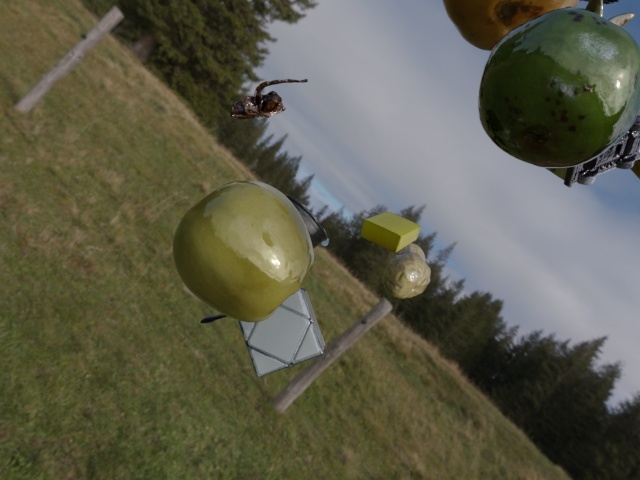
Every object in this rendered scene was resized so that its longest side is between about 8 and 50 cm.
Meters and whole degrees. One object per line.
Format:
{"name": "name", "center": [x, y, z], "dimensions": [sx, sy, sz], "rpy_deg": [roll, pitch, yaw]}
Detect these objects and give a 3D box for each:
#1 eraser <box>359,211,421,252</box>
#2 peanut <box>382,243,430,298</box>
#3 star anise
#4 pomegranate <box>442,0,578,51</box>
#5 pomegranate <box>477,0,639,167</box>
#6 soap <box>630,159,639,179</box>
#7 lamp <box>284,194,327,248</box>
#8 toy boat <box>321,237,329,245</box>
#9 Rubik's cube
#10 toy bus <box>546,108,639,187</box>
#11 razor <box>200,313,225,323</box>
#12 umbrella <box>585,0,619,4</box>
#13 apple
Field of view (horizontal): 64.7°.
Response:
{"name": "eraser", "center": [0.163, -0.023, 1.169], "dimensions": [0.097, 0.045, 0.122], "rpy_deg": [25, 25, 25]}
{"name": "peanut", "center": [0.234, 0.077, 1.351], "dimensions": [0.123, 0.123, 0.257], "rpy_deg": [44, 21, 0]}
{"name": "star anise", "center": [-0.116, -0.321, 1.145], "dimensions": [0.097, 0.190, 0.070], "rpy_deg": [98, -25, -82]}
{"name": "pomegranate", "center": [0.554, -0.762, 1.448], "dimensions": [0.416, 0.417, 0.416], "rpy_deg": [44, 3, -3]}
{"name": "pomegranate", "center": [0.293, -0.197, 0.603], "dimensions": [0.181, 0.224, 0.182], "rpy_deg": [33, -25, 18]}
{"name": "soap", "center": [1.114, -0.311, 1.731], "dimensions": [0.258, 0.160, 0.080], "rpy_deg": [61, -19, 22]}
{"name": "lamp", "center": [-0.117, 0.020, 1.143], "dimensions": [0.147, 0.227, 0.172], "rpy_deg": [27, -23, 49]}
{"name": "toy boat", "center": [0.000, 0.000, 1.828], "dimensions": [0.096, 0.034, 0.122], "rpy_deg": [18, 21, -27]}
{"name": "Rubik's cube", "center": [-0.112, 0.268, 1.509], "dimensions": [0.205, 0.205, 0.208], "rpy_deg": [69, 2, -84]}
{"name": "toy bus", "center": [0.758, -0.278, 1.393], "dimensions": [0.179, 0.305, 0.143], "rpy_deg": [-129, -155, -48]}
{"name": "razor", "center": [-0.316, 0.255, 1.653], "dimensions": [0.044, 0.154, 0.028], "rpy_deg": [86, 1, -56]}
{"name": "umbrella", "center": [0.535, -0.567, 1.105], "dimensions": [0.248, 0.071, 0.071], "rpy_deg": [25, -7, 29]}
{"name": "apple", "center": [-0.139, 0.017, 0.933], "dimensions": [0.262, 0.262, 0.262], "rpy_deg": [44, 3, -3]}
